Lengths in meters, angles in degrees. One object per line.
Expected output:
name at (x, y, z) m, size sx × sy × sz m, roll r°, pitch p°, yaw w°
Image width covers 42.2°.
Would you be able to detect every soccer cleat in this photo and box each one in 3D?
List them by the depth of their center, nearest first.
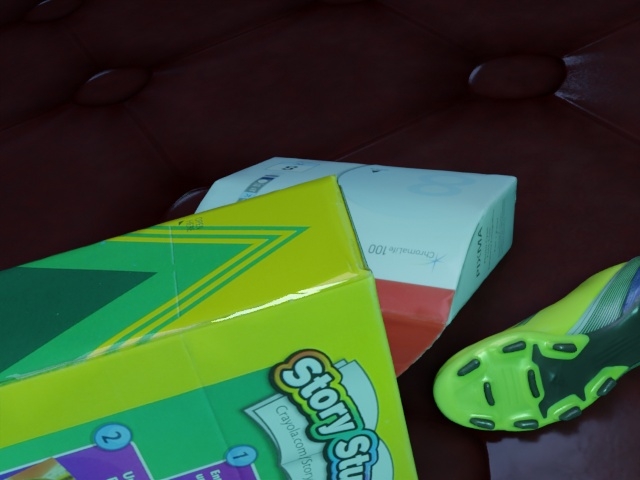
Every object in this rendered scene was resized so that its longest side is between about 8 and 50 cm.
soccer cleat at (0.235, 0.093, 0.774) m, size 0.289 × 0.093 × 0.121 m, roll -24°, pitch 8°, yaw -5°

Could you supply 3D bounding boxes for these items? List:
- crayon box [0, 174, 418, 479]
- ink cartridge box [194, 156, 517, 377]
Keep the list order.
crayon box at (-0.095, 0.168, 0.538) m, size 0.313 × 0.362 × 0.106 m, roll -17°, pitch 37°, yaw -3°
ink cartridge box at (0.000, 0.000, 0.826) m, size 0.308 × 0.091 × 0.385 m, roll 8°, pitch 18°, yaw 24°
